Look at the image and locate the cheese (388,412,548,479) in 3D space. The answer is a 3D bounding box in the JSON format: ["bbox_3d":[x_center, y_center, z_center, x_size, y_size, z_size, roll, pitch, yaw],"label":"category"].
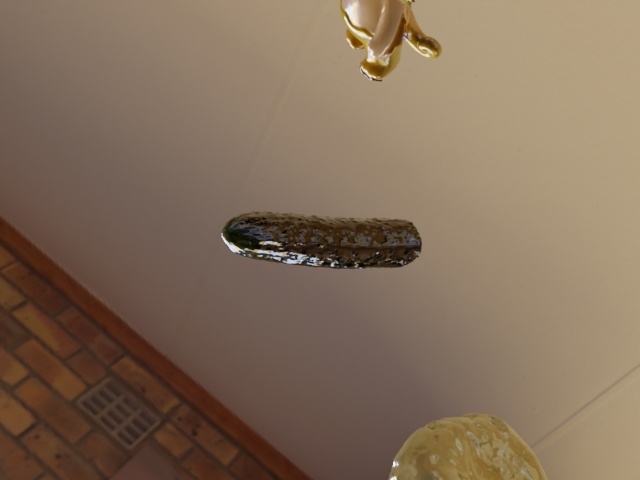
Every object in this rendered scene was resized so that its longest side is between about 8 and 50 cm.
[{"bbox_3d":[0.192,0.319,0.816,0.117,0.214,0.226,-33,-106,46],"label":"cheese"}]

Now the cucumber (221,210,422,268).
[{"bbox_3d":[0.000,0.000,0.639,0.058,0.214,0.052,-15,-103,52],"label":"cucumber"}]

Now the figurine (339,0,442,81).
[{"bbox_3d":[0.052,-0.223,0.512,0.246,0.131,0.156,92,-25,-70],"label":"figurine"}]
